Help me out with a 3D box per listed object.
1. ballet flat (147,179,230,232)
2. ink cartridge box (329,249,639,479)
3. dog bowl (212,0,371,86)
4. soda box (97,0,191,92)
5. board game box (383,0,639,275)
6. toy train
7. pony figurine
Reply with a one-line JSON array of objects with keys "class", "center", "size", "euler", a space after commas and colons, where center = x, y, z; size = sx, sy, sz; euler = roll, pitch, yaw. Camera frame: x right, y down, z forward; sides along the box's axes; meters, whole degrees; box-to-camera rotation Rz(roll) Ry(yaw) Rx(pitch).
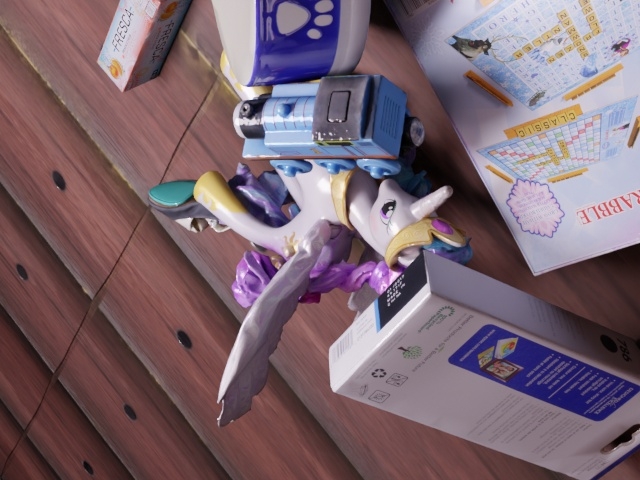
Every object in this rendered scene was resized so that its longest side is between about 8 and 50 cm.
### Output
[{"class": "ballet flat", "center": [-0.158, -0.042, 1.446], "size": [0.203, 0.074, 0.074], "euler": [1, 116, 45]}, {"class": "ink cartridge box", "center": [0.190, 0.134, 1.063], "size": [0.333, 0.065, 0.165], "euler": [24, 127, -23]}, {"class": "dog bowl", "center": [-0.040, -0.279, 1.010], "size": [0.265, 0.104, 0.264], "euler": [170, 90, -78]}, {"class": "soda box", "center": [-0.220, -0.268, 1.352], "size": [0.058, 0.063, 0.183], "euler": [51, 142, 9]}, {"class": "board game box", "center": [0.238, -0.152, 0.926], "size": [0.319, 0.066, 0.318], "euler": [-23, 98, 52]}, {"class": "toy train", "center": [0.003, -0.107, 1.003], "size": [0.184, 0.105, 0.080], "euler": [3, 76, 31]}, {"class": "pony figurine", "center": [0.000, 0.000, 1.172], "size": [0.363, 0.303, 0.351], "euler": [48, 136, 35]}]
